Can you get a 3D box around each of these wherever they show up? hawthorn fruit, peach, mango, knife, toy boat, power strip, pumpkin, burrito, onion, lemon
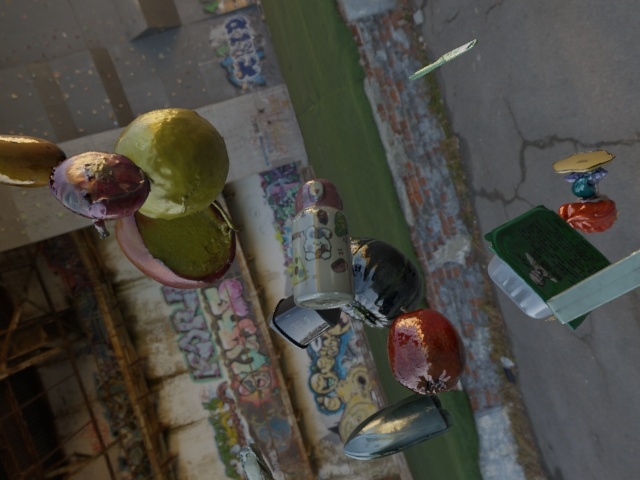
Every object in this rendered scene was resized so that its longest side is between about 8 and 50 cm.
[{"bbox_3d":[0.263,0.266,1.146,0.253,0.205,0.205,-99,-5,-46],"label":"hawthorn fruit"},{"bbox_3d":[-0.488,-0.023,1.490,0.406,0.335,0.310,39,155,-27],"label":"peach"},{"bbox_3d":[-0.564,-0.149,0.812,0.178,0.090,0.115,4,-147,-46],"label":"mango"},{"bbox_3d":[0.319,-0.474,1.169,0.014,0.207,0.030,31,-121,-35],"label":"knife"},{"bbox_3d":[0.212,0.544,1.272,0.141,0.319,0.092,-122,13,-66],"label":"toy boat"},{"bbox_3d":[0.514,0.044,0.717,0.093,0.288,0.053,-3,-122,-46],"label":"power strip"},{"bbox_3d":[0.169,0.133,1.412,0.323,0.241,0.323,30,155,16],"label":"pumpkin"},{"bbox_3d":[-0.127,0.591,1.050,0.229,0.063,0.058,60,159,8],"label":"burrito"},{"bbox_3d":[-0.366,-0.067,0.743,0.150,0.150,0.140,-111,30,-47],"label":"onion"},{"bbox_3d":[-0.339,-0.179,1.030,0.284,0.260,0.260,-2,-107,-76],"label":"lemon"}]

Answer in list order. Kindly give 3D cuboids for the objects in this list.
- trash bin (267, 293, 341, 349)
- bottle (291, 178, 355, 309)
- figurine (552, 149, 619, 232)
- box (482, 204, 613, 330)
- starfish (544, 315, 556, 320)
[{"bbox_3d":[-0.070,0.316,1.828,0.209,0.290,0.182,43,-145,-14],"label":"trash bin"},{"bbox_3d":[0.000,0.000,0.865,0.120,0.120,0.253,77,-172,-70],"label":"bottle"},{"bbox_3d":[0.831,-0.128,1.386,0.208,0.181,0.257,-69,-42,-65],"label":"figurine"},{"bbox_3d":[0.533,0.067,1.054,0.264,0.336,0.106,51,140,23],"label":"box"},{"bbox_3d":[0.734,0.230,1.357,0.016,0.086,0.092,51,-170,-6],"label":"starfish"}]
